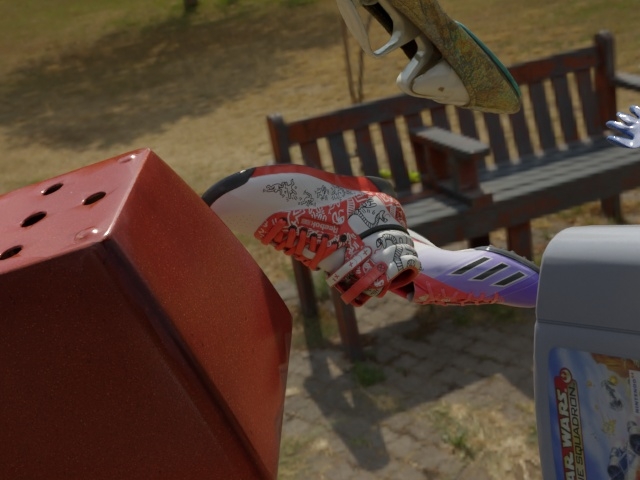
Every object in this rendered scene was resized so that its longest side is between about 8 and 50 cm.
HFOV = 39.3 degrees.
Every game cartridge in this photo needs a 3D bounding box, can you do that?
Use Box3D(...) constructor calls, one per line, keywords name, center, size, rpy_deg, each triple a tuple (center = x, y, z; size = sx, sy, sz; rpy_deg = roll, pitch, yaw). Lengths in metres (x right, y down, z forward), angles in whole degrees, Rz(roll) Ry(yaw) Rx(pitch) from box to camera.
Box3D(name="game cartridge", center=(0.218, 0.138, 0.557), size=(0.062, 0.298, 0.198), rpy_deg=(-9, 4, -32))

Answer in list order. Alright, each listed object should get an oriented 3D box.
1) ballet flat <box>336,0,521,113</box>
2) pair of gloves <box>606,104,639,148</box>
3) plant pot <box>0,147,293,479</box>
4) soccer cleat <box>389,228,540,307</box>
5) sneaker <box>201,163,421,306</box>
Box3D(name="ballet flat", center=(0.116, -0.248, 1.101), size=(0.123, 0.348, 0.123), rpy_deg=(-31, 34, 24))
Box3D(name="pair of gloves", center=(0.548, -0.201, 1.392), size=(0.198, 0.023, 0.159), rpy_deg=(-37, 35, 1))
Box3D(name="plant pot", center=(-0.194, 0.077, 0.777), size=(0.267, 0.236, 0.267), rpy_deg=(-16, 27, 10))
Box3D(name="soccer cleat", center=(0.199, 0.063, 1.398), size=(0.318, 0.109, 0.116), rpy_deg=(16, 48, 10))
Box3D(name="sneaker", center=(0.001, -0.001, 1.012), size=(0.270, 0.145, 0.090), rpy_deg=(0, -31, -39))
